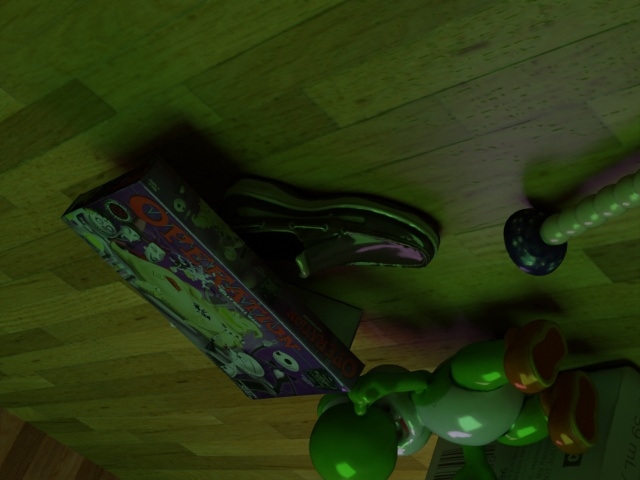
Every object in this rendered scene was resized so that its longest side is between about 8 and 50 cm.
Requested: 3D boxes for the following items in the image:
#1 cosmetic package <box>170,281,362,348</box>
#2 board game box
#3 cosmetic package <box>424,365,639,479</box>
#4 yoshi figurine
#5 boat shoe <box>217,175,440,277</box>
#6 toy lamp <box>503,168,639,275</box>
[{"bbox_3d":[-0.073,0.105,1.332,0.239,0.099,0.060,20,150,6],"label":"cosmetic package"},{"bbox_3d":[-0.128,0.059,1.171,0.347,0.056,0.208,47,142,-20],"label":"board game box"},{"bbox_3d":[0.364,0.413,1.296,0.393,0.330,0.327,35,148,-23],"label":"cosmetic package"},{"bbox_3d":[0.129,0.221,1.190,0.362,0.204,0.203,-19,159,37],"label":"yoshi figurine"},{"bbox_3d":[0.001,0.005,1.116,0.257,0.095,0.095,11,148,21],"label":"boat shoe"},{"bbox_3d":[0.269,-0.039,0.877,0.080,0.080,0.274,30,150,-12],"label":"toy lamp"}]
